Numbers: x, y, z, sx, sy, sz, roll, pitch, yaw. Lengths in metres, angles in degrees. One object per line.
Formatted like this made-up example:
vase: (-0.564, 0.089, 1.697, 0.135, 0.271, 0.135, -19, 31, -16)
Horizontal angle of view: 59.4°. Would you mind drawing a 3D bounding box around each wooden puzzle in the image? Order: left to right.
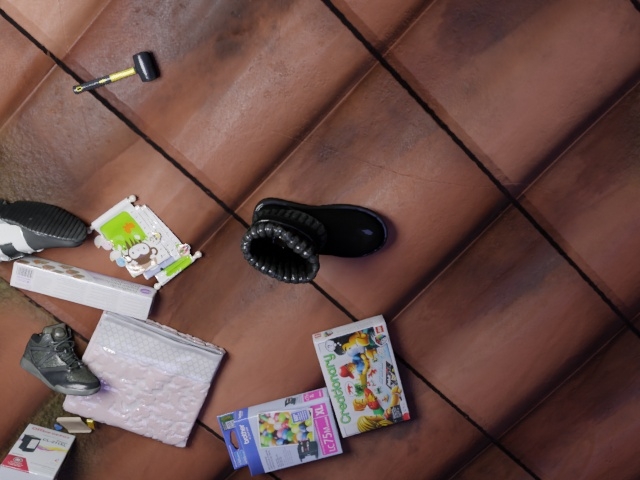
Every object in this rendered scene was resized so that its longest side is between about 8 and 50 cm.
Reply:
wooden puzzle: (-0.641, 0.480, 1.467, 0.116, 0.014, 0.079, 2, 136, 2)

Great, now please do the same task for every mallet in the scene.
mallet: (-0.449, -0.349, 1.233, 0.189, 0.039, 0.062, -23, 110, 7)

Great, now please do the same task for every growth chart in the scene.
growth chart: (-0.429, 0.009, 1.352, 0.172, 0.021, 0.237, -42, 106, 9)

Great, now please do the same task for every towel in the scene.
towel: (-0.451, 0.359, 1.444, 0.331, 0.053, 0.317, 23, 104, -11)

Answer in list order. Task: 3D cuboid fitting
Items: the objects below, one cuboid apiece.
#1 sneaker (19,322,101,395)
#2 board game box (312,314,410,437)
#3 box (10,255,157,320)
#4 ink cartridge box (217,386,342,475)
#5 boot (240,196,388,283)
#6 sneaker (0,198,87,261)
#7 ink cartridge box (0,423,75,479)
sneaker: (-0.621, 0.284, 1.357, 0.227, 0.087, 0.130, 23, 101, 21)
board game box: (0.111, 0.364, 1.494, 0.192, 0.053, 0.305, -16, 108, 0)
box: (-0.564, 0.112, 1.349, 0.323, 0.063, 0.067, 16, 107, -10)
ink cartridge box: (-0.109, 0.526, 1.524, 0.311, 0.065, 0.186, -13, 108, 1)
boot: (-0.002, 0.004, 1.262, 0.347, 0.260, 0.131, 5, 107, -6)
sneaker: (-0.701, -0.009, 1.282, 0.330, 0.122, 0.146, 10, 119, -5)
ink cartridge box: (-0.715, 0.554, 1.416, 0.127, 0.175, 0.072, 20, 102, -11)
